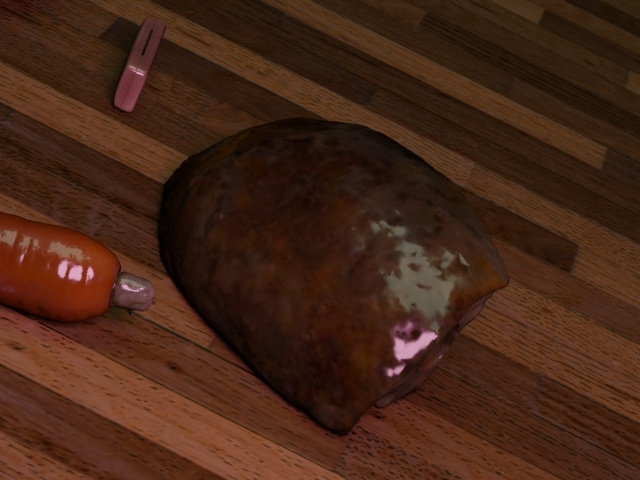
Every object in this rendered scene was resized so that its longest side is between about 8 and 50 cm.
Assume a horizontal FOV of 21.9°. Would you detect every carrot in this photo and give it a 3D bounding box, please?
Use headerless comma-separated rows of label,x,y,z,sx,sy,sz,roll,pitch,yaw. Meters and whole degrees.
carrot,-0.278,-0.003,1.175,0.336,0.069,0.069,16,31,-3

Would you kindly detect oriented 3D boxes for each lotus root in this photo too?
lotus root,0.004,-0.005,1.296,0.210,0.142,0.314,-8,42,-42

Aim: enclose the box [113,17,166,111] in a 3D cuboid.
box,-0.166,-0.162,1.506,0.025,0.048,0.115,25,31,-9
